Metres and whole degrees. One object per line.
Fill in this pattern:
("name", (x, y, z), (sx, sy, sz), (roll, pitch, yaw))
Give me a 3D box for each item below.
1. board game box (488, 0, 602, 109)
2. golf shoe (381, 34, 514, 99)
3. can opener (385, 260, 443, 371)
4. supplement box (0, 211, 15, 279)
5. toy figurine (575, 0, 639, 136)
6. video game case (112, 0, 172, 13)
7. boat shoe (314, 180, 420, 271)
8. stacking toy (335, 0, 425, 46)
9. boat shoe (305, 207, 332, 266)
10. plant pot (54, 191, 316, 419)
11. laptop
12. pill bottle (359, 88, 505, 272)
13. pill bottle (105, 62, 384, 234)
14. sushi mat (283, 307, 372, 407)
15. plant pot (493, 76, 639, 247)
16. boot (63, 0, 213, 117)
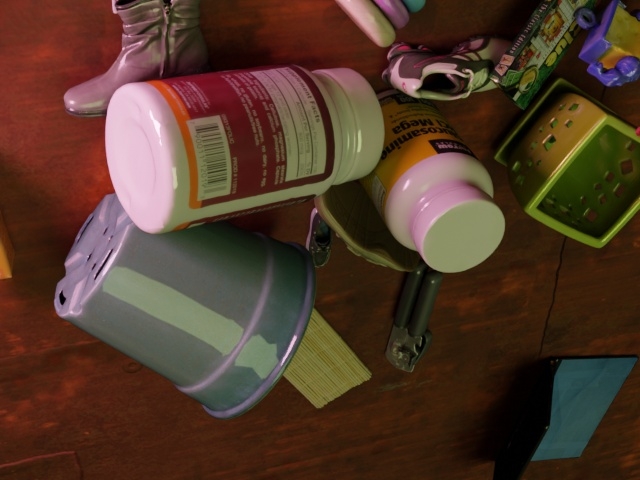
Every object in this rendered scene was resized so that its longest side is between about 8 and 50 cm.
("board game box", (0.395, -0.358, 1.539), (0.259, 0.030, 0.136), (-55, 149, 8))
("golf shoe", (0.245, -0.281, 1.544), (0.273, 0.120, 0.105), (-9, 127, -16))
("can opener", (0.208, 0.162, 1.924), (0.095, 0.076, 0.283), (-27, 141, -44))
("supplement box", (-0.561, -0.040, 1.448), (0.078, 0.080, 0.233), (-12, 132, -9))
("toy figurine", (0.546, -0.365, 1.522), (0.217, 0.362, 0.191), (27, 153, -1))
("video game case", (-0.252, -0.386, 1.339), (0.122, 0.011, 0.087), (-9, 129, -15))
("boat shoe", (0.072, -0.023, 1.680), (0.302, 0.098, 0.109), (33, 66, -45))
("stacking toy", (0.169, -0.457, 1.376), (0.330, 0.141, 0.141), (-43, 129, 8))
("boat shoe", (0.000, 0.000, 1.719), (0.049, 0.040, 0.142), (-10, 129, -14))
("plant pot", (-0.240, 0.081, 1.524), (0.334, 0.341, 0.341), (31, 111, -27))
("laptop", (0.602, 0.500, 2.227), (0.236, 0.408, 0.382), (21, 122, 6))
("pill bottle", (0.174, -0.102, 1.512), (0.188, 0.334, 0.188), (-11, 129, -14))
("pill bottle", (-0.109, -0.154, 1.389), (0.392, 0.224, 0.224), (-14, 133, -34))
("sushi mat", (-0.020, 0.246, 1.920), (0.151, 0.019, 0.316), (-33, 131, 7))
("plant pot", (0.474, -0.156, 1.672), (0.228, 0.207, 0.227), (22, 117, -33))
("boot", (-0.286, -0.292, 1.354), (0.247, 0.083, 0.161), (-22, 134, -15))
